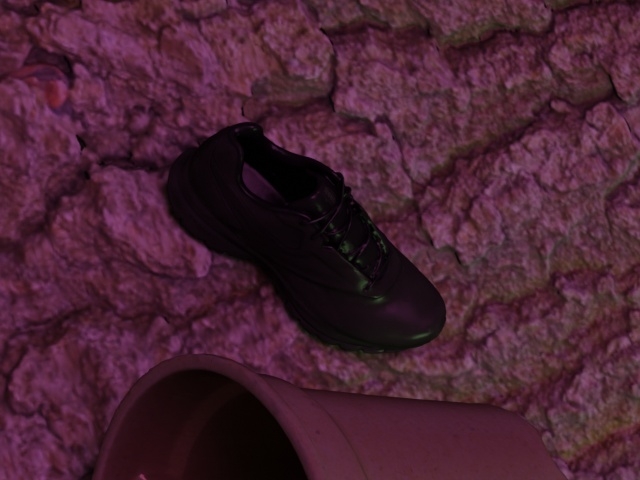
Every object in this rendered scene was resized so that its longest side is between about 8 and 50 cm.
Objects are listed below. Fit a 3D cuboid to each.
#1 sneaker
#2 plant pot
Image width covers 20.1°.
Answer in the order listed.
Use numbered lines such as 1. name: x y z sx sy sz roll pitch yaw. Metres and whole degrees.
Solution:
1. sneaker: 0.000 0.000 1.616 0.286 0.130 0.109 33 57 -12
2. plant pot: 0.029 0.248 1.441 0.305 0.334 0.333 -2 70 -39
